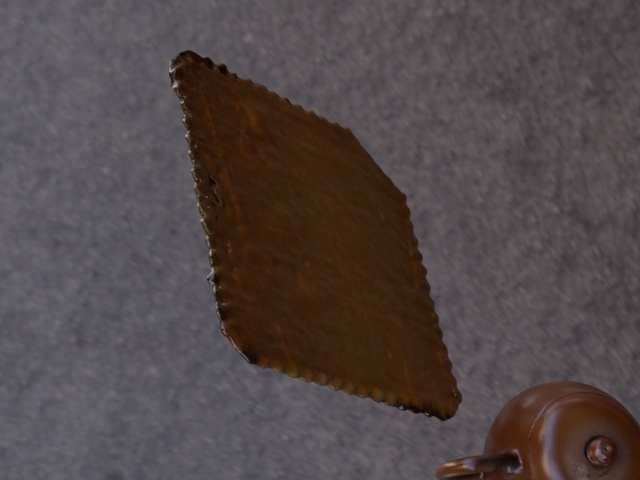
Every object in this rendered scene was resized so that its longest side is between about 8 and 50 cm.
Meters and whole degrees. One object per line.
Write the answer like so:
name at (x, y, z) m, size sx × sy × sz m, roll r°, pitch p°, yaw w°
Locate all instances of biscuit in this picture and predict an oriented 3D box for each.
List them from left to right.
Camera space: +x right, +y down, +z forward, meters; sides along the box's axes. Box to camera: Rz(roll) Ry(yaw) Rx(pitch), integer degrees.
biscuit at (0.000, 0.000, 1.132) m, size 0.013 × 0.237 × 0.232 m, roll -32°, pitch 56°, yaw 30°

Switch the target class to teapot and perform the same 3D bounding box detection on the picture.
teapot at (0.159, 0.142, 1.105) m, size 0.173 × 0.116 × 0.116 m, roll -2°, pitch 71°, yaw -13°
